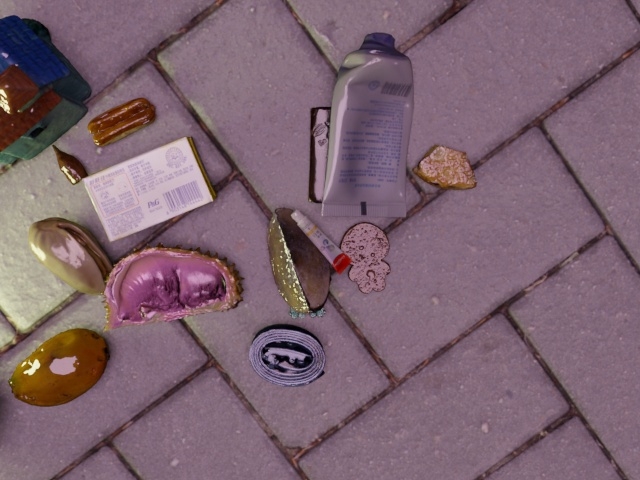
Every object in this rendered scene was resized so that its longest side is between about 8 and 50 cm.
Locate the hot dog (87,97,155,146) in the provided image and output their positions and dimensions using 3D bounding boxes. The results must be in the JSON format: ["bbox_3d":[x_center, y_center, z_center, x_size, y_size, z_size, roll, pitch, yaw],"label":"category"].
[{"bbox_3d":[-0.464,-0.280,1.526,0.165,0.045,0.071,-25,95,1],"label":"hot dog"}]

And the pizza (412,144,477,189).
[{"bbox_3d":[0.305,-0.174,1.575,0.160,0.036,0.099,13,96,-4],"label":"pizza"}]

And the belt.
[{"bbox_3d":[-0.077,0.280,1.589,0.190,0.082,0.141,10,93,-3],"label":"belt"}]

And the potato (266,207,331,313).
[{"bbox_3d":[-0.055,0.056,1.573,0.120,0.100,0.261,-9,76,-44],"label":"potato"}]

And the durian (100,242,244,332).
[{"bbox_3d":[-0.354,0.098,1.549,0.341,0.112,0.191,-11,88,-9],"label":"durian"}]

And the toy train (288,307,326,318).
[{"bbox_3d":[-0.033,0.171,1.606,0.092,0.029,0.045,-4,81,-6],"label":"toy train"}]

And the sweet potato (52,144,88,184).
[{"bbox_3d":[-0.596,-0.182,1.536,0.049,0.049,0.117,-40,86,3],"label":"sweet potato"}]

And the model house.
[{"bbox_3d":[-0.680,-0.318,1.374,0.295,0.329,0.252,-40,100,1],"label":"model house"}]

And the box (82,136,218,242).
[{"bbox_3d":[-0.393,-0.122,1.521,0.265,0.097,0.168,-24,97,0],"label":"box"}]

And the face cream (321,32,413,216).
[{"bbox_3d":[0.123,-0.262,1.510,0.234,0.137,0.420,-1,100,-29],"label":"face cream"}]

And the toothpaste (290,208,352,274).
[{"bbox_3d":[0.000,0.000,1.554,0.048,0.031,0.190,-46,104,-12],"label":"toothpaste"}]

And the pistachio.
[{"bbox_3d":[-0.581,0.033,1.522,0.223,0.126,0.152,39,127,-11],"label":"pistachio"}]

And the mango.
[{"bbox_3d":[-0.624,0.304,1.550,0.248,0.151,0.156,-27,66,7],"label":"mango"}]

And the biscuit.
[{"bbox_3d":[0.111,0.042,1.597,0.124,0.026,0.175,-9,97,2],"label":"biscuit"}]

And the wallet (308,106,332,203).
[{"bbox_3d":[0.033,-0.204,1.562,0.121,0.031,0.232,2,96,-1],"label":"wallet"}]
